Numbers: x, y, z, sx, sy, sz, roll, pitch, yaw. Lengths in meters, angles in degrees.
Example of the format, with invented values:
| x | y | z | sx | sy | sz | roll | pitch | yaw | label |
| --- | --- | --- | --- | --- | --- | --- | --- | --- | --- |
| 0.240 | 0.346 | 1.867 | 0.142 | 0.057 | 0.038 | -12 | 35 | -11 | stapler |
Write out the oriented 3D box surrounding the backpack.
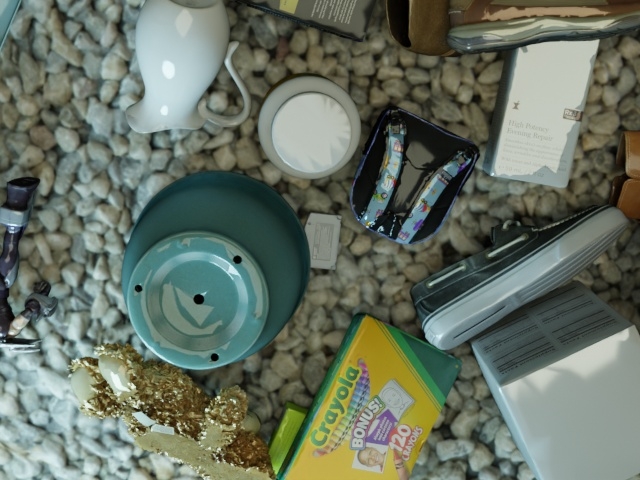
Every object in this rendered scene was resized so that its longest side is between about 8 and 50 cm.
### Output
| x | y | z | sx | sy | sz | roll | pitch | yaw | label |
| --- | --- | --- | --- | --- | --- | --- | --- | --- | --- |
| 0.124 | -0.089 | 1.580 | 0.158 | 0.117 | 0.173 | 24 | 98 | -7 | backpack |

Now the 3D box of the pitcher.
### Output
| x | y | z | sx | sy | sz | roll | pitch | yaw | label |
| --- | --- | --- | --- | --- | --- | --- | --- | --- | --- |
| -0.170 | -0.246 | 1.524 | 0.178 | 0.125 | 0.207 | 2 | 131 | -18 | pitcher |

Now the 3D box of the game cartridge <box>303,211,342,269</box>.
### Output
| x | y | z | sx | sy | sz | roll | pitch | yaw | label |
| --- | --- | --- | --- | --- | --- | --- | --- | --- | --- |
| 0.000 | 0.000 | 1.642 | 0.056 | 0.017 | 0.083 | 6 | 100 | -7 | game cartridge |

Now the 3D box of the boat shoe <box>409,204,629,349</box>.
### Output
| x | y | z | sx | sy | sz | roll | pitch | yaw | label |
| --- | --- | --- | --- | --- | --- | --- | --- | --- | --- |
| 0.279 | 0.026 | 1.603 | 0.335 | 0.121 | 0.119 | -30 | 66 | 0 | boat shoe |

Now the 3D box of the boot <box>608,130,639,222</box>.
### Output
| x | y | z | sx | sy | sz | roll | pitch | yaw | label |
| --- | --- | --- | --- | --- | --- | --- | --- | --- | --- |
| 0.544 | -0.147 | 1.608 | 0.220 | 0.109 | 0.283 | 8 | 107 | 0 | boot |

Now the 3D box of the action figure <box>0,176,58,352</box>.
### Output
| x | y | z | sx | sy | sz | roll | pitch | yaw | label |
| --- | --- | --- | --- | --- | --- | --- | --- | --- | --- |
| -0.469 | 0.050 | 1.593 | 0.185 | 0.099 | 0.285 | 7 | 104 | -11 | action figure |

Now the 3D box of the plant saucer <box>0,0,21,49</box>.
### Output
| x | y | z | sx | sy | sz | roll | pitch | yaw | label |
| --- | --- | --- | --- | --- | --- | --- | --- | --- | --- |
| -0.444 | -0.364 | 1.555 | 0.067 | 0.018 | 0.192 | 25 | 99 | -7 | plant saucer |

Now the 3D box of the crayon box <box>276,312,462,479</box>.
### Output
| x | y | z | sx | sy | sz | roll | pitch | yaw | label |
| --- | --- | --- | --- | --- | --- | --- | --- | --- | --- |
| 0.070 | 0.265 | 1.626 | 0.165 | 0.081 | 0.278 | 27 | 82 | -7 | crayon box |

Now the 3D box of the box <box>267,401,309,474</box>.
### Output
| x | y | z | sx | sy | sz | roll | pitch | yaw | label |
| --- | --- | --- | --- | --- | --- | --- | --- | --- | --- |
| 0.010 | 0.328 | 1.687 | 0.178 | 0.042 | 0.109 | 23 | 99 | -7 | box |

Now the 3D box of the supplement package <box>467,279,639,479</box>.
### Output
| x | y | z | sx | sy | sz | roll | pitch | yaw | label |
| --- | --- | --- | --- | --- | --- | --- | --- | --- | --- |
| 0.352 | 0.210 | 1.570 | 0.198 | 0.262 | 0.199 | -25 | 101 | 2 | supplement package |

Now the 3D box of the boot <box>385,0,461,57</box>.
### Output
| x | y | z | sx | sy | sz | roll | pitch | yaw | label |
| --- | --- | --- | --- | --- | --- | --- | --- | --- | --- |
| 0.157 | -0.406 | 1.512 | 0.115 | 0.112 | 0.305 | -5 | 103 | -36 | boot |

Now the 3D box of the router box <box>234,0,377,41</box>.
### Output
| x | y | z | sx | sy | sz | roll | pitch | yaw | label |
| --- | --- | --- | --- | --- | --- | --- | --- | --- | --- |
| -0.008 | -0.457 | 1.526 | 0.243 | 0.081 | 0.308 | 18 | 99 | -5 | router box |

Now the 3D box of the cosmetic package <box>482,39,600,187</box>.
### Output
| x | y | z | sx | sy | sz | roll | pitch | yaw | label |
| --- | --- | --- | --- | --- | --- | --- | --- | --- | --- |
| 0.315 | -0.200 | 1.586 | 0.117 | 0.085 | 0.231 | 9 | 101 | -3 | cosmetic package |

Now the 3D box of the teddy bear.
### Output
| x | y | z | sx | sy | sz | roll | pitch | yaw | label |
| --- | --- | --- | --- | --- | --- | --- | --- | --- | --- |
| -0.203 | 0.243 | 1.590 | 0.338 | 0.113 | 0.245 | 25 | 139 | -10 | teddy bear |

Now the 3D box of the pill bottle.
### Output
| x | y | z | sx | sy | sz | roll | pitch | yaw | label |
| --- | --- | --- | --- | --- | --- | --- | --- | --- | --- |
| -0.016 | -0.155 | 1.496 | 0.136 | 0.245 | 0.136 | -1 | 100 | -3 | pill bottle |

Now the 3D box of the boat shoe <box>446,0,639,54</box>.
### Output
| x | y | z | sx | sy | sz | roll | pitch | yaw | label |
| --- | --- | --- | --- | --- | --- | --- | --- | --- | --- |
| 0.326 | -0.323 | 1.469 | 0.324 | 0.123 | 0.116 | -7 | 93 | -4 | boat shoe |

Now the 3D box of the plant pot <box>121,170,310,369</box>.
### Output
| x | y | z | sx | sy | sz | roll | pitch | yaw | label |
| --- | --- | --- | --- | --- | --- | --- | --- | --- | --- |
| -0.152 | 0.052 | 1.515 | 0.272 | 0.255 | 0.271 | 0 | 100 | 1 | plant pot |
